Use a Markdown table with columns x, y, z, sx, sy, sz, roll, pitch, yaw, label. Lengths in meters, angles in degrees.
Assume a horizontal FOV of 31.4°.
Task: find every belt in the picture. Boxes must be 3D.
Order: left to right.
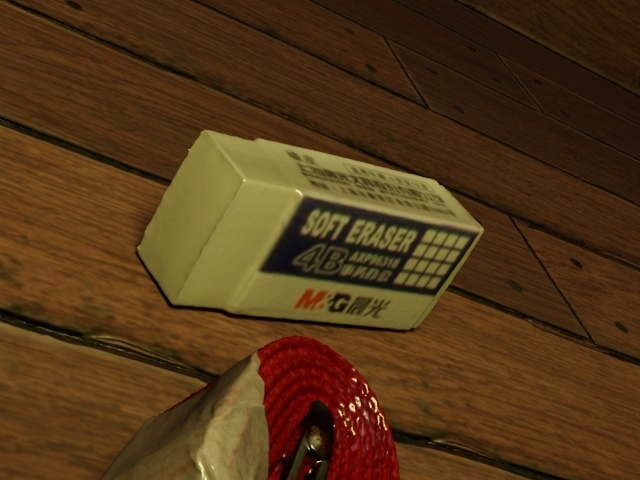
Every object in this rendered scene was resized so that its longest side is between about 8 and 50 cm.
| x | y | z | sx | sy | sz | roll | pitch | yaw | label |
| --- | --- | --- | --- | --- | --- | --- | --- | --- | --- |
| -0.045 | 0.146 | 0.606 | 0.128 | 0.124 | 0.201 | 51 | 27 | -7 | belt |

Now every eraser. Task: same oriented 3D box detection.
| x | y | z | sx | sy | sz | roll | pitch | yaw | label |
| --- | --- | --- | --- | --- | --- | --- | --- | --- | --- |
| 0.000 | 0.000 | 0.938 | 0.279 | 0.124 | 0.081 | 9 | 33 | -43 | eraser |
